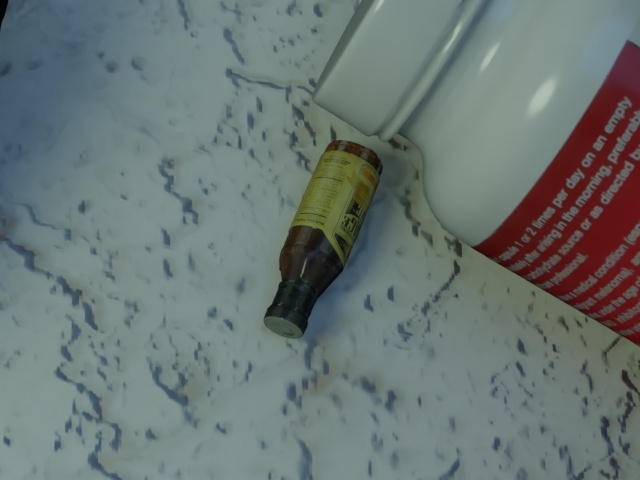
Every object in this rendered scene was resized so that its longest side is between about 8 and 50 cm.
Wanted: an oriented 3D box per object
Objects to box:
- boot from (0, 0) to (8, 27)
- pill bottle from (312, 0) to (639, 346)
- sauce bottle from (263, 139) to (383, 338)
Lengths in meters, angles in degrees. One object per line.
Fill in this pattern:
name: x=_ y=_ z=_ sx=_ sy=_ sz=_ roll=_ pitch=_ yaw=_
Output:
boot: x=-0.334 y=-0.090 z=1.073 sx=0.260 sy=0.131 sz=0.348 roll=28 pitch=65 yaw=-6
pill bottle: x=0.211 y=-0.055 z=1.181 sx=0.408 sy=0.229 sz=0.229 roll=30 pitch=64 yaw=-5
sauce bottle: x=0.000 y=0.000 z=1.198 sx=0.042 sy=0.042 sz=0.128 roll=25 pitch=66 yaw=-7
